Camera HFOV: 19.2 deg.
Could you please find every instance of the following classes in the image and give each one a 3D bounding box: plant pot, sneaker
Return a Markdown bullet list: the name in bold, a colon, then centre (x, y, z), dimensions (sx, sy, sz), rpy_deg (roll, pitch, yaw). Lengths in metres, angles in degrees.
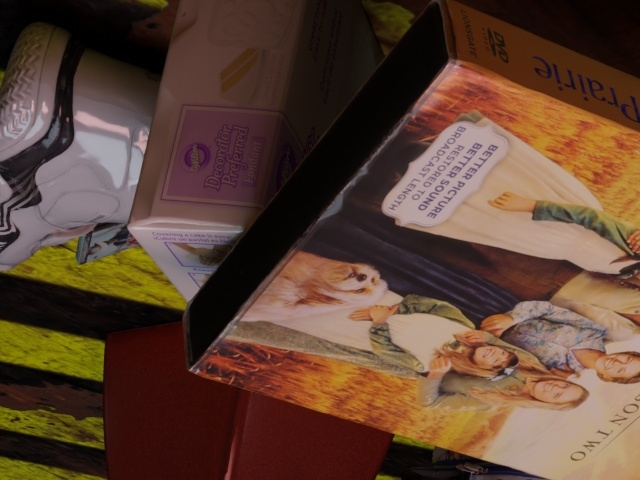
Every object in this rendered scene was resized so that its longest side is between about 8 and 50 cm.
- **plant pot**: centre (-0.093, 0.248, 2.180), dimensions (0.267, 0.235, 0.267), rpy_deg (-11, 151, 44)
- **sneaker**: centre (-0.183, -0.045, 1.605), dimensions (0.210, 0.137, 0.366), rpy_deg (17, 155, -9)

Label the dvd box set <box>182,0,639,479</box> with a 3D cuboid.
- **dvd box set**: centre (0.167, 0.034, 1.212), dimensions (0.420, 0.062, 0.307), rpy_deg (19, 132, -26)

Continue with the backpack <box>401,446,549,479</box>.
- **backpack**: centre (0.251, 0.338, 2.289), dimensions (0.263, 0.213, 0.276), rpy_deg (1, 164, 44)

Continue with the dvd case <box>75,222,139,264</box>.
- **dvd case**: centre (-0.169, -0.013, 1.773), dimensions (0.119, 0.013, 0.087), rpy_deg (-18, 165, -17)

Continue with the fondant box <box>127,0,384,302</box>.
- **fondant box**: centre (-0.023, -0.049, 1.383), dimensions (0.096, 0.238, 0.330), rpy_deg (4, 158, 18)
